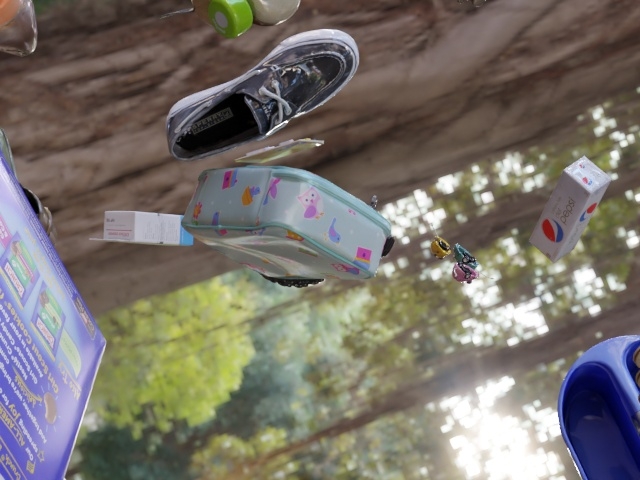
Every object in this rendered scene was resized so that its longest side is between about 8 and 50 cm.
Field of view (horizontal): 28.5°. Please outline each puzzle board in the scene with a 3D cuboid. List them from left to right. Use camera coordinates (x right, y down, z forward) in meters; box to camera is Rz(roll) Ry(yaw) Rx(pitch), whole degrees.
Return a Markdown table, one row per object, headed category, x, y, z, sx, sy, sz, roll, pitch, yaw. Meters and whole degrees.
| category | x | y | z | sx | sy | sz | roll | pitch | yaw |
| --- | --- | --- | --- | --- | --- | --- | --- | --- | --- |
| puzzle board | -0.070 | -0.154 | 2.148 | 0.096 | 0.128 | 0.011 | -4 | 79 | -65 |

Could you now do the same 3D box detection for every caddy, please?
| category | x | y | z | sx | sy | sz | roll | pitch | yaw |
| --- | --- | --- | --- | --- | --- | --- | --- | --- | --- |
| caddy | 0.506 | 0.315 | 1.927 | 0.179 | 0.241 | 0.341 | 60 | 6 | -70 |

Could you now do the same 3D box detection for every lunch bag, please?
| category | x | y | z | sx | sy | sz | roll | pitch | yaw |
| --- | --- | --- | --- | --- | --- | --- | --- | --- | --- |
| lunch bag | -0.049 | -0.020 | 1.791 | 0.279 | 0.224 | 0.108 | 2 | -110 | 51 |

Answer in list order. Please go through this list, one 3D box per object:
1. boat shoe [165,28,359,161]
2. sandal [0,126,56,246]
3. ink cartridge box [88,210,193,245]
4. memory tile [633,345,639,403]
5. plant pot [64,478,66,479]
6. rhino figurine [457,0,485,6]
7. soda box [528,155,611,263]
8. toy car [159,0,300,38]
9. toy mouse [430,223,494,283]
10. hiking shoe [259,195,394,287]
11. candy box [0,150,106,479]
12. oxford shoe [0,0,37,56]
| category | x | y | z | sx | sy | sz | roll | pitch | yaw |
| --- | --- | --- | --- | --- | --- | --- | --- | --- | --- |
| boat shoe | -0.081 | -0.196 | 1.767 | 0.102 | 0.301 | 0.108 | -101 | 167 | -62 |
| sandal | -0.362 | 0.006 | 1.501 | 0.120 | 0.086 | 0.303 | -13 | -81 | 33 |
| ink cartridge box | -0.347 | -0.024 | 2.439 | 0.104 | 0.180 | 0.060 | 2 | -92 | 45 |
| memory tile | 0.441 | 0.138 | 1.497 | 0.012 | 0.148 | 0.113 | -117 | -175 | -50 |
| plant pot | -0.481 | 0.489 | 2.082 | 0.191 | 0.174 | 0.191 | -26 | 90 | -90 |
| rhino figurine | 0.319 | -0.528 | 2.314 | 0.106 | 0.243 | 0.073 | 47 | -7 | 36 |
| soda box | 0.480 | -0.057 | 2.433 | 0.074 | 0.069 | 0.216 | 44 | -36 | 22 |
| toy car | -0.116 | -0.314 | 1.513 | 0.188 | 0.155 | 0.149 | -9 | -68 | 55 |
| toy mouse | 0.273 | 0.049 | 2.447 | 0.143 | 0.031 | 0.161 | 31 | 23 | -19 |
| hiking shoe | 0.000 | 0.000 | 2.046 | 0.086 | 0.226 | 0.114 | 90 | -16 | -57 |
| candy box | -0.315 | 0.101 | 1.067 | 0.317 | 0.122 | 0.268 | -85 | 157 | -56 |
| oxford shoe | -0.486 | -0.329 | 1.514 | 0.363 | 0.130 | 0.133 | 38 | -13 | 22 |
